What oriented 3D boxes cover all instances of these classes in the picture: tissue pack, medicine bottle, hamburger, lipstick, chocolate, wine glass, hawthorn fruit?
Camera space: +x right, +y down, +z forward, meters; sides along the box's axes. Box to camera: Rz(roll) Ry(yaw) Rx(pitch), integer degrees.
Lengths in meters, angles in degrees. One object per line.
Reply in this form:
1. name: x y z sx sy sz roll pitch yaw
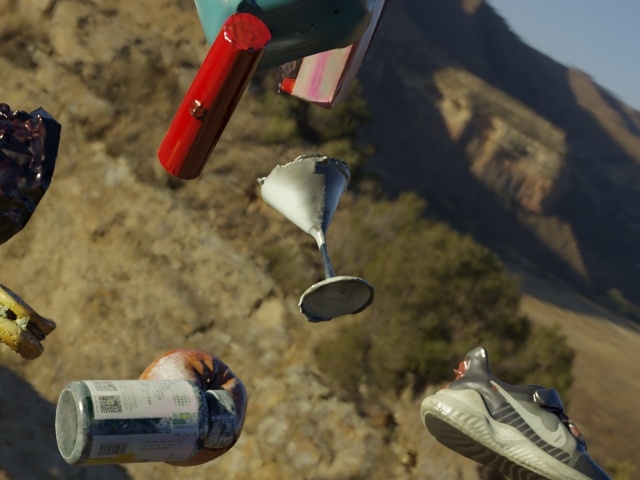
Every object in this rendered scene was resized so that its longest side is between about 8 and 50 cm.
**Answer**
1. tissue pack: -0.059 -0.405 1.974 0.206 0.287 0.198 96 -24 -67
2. medicine bottle: -0.291 0.307 2.060 0.293 0.141 0.141 2 22 -30
3. hamburger: -0.676 0.180 2.640 0.177 0.113 0.185 35 -5 33
4. lipstick: -0.146 -0.185 1.611 0.073 0.280 0.073 14 51 -18
5. chocolate: -0.497 -0.111 1.670 0.177 0.224 0.206 28 5 -39
6. wine glass: 0.000 0.000 1.860 0.156 0.156 0.232 22 43 -42
7. hawthorn fruit: -0.263 0.340 2.417 0.235 0.231 0.263 33 -22 7

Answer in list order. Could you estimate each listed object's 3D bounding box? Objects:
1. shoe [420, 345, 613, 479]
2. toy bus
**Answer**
1. shoe: 0.222 0.198 1.289 0.227 0.112 0.099 26 -23 1
2. toy bus: 0.024 -0.402 2.258 0.147 0.303 0.127 28 20 11
